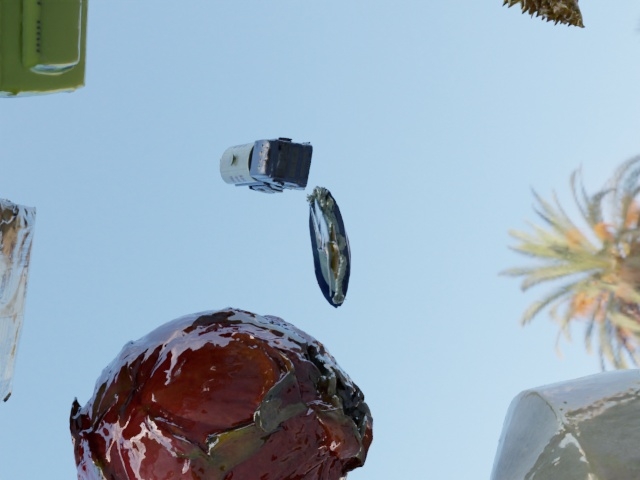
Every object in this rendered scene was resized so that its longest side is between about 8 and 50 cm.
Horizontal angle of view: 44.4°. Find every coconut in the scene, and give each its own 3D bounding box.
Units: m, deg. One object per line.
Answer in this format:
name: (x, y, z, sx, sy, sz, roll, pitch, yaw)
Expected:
coconut: (0.335, 0.307, 0.936, 0.329, 0.329, 0.328, -10, -74, -41)

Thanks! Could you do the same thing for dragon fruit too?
dragon fruit: (-0.110, 0.205, 0.806, 0.343, 0.277, 0.277, -34, -52, 10)

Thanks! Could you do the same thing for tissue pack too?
tissue pack: (-0.351, 0.064, 0.749, 0.186, 0.090, 0.222, 10, -91, -86)

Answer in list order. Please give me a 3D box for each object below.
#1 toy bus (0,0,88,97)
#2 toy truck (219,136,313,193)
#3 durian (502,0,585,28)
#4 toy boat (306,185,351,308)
toy bus: (-0.277, -0.248, 0.667, 0.128, 0.150, 0.262, -28, -52, -63)
toy truck: (-0.085, -0.114, 1.158, 0.088, 0.202, 0.074, 12, -93, -27)
durian: (0.231, -0.326, 0.811, 0.132, 0.165, 0.182, 15, -74, -21)
toy boat: (0.000, 0.000, 1.303, 0.291, 0.067, 0.220, 36, -135, -77)
